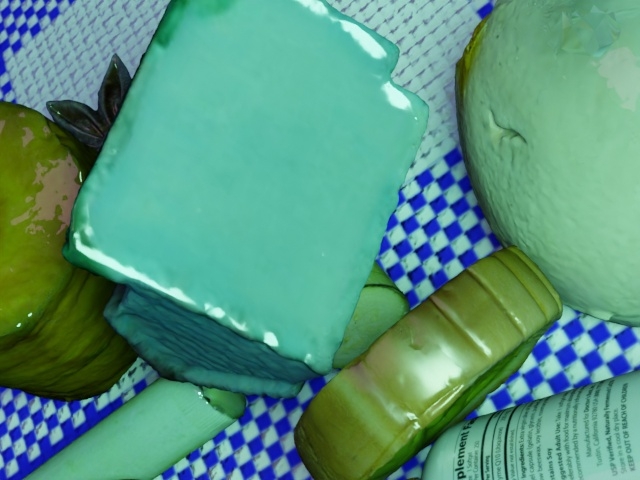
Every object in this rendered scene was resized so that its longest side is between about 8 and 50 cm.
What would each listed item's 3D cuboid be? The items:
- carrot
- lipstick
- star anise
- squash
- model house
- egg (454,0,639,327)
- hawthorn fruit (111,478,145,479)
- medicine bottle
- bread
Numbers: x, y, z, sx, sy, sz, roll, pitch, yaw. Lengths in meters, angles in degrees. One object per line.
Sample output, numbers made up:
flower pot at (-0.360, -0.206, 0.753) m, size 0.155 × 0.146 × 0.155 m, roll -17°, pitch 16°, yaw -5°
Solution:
carrot at (-0.268, 0.018, 1.157) m, size 0.241 × 0.340 × 0.241 m, roll -2°, pitch 78°, yaw 8°
lipstick at (-0.200, 0.209, 1.171) m, size 0.304 × 0.076 × 0.076 m, roll -37°, pitch 53°, yaw 16°
star anise at (-0.216, -0.084, 1.305) m, size 0.262 × 0.081 × 0.230 m, roll -16°, pitch 69°, yaw 15°
squash at (0.000, 0.000, 1.126) m, size 0.094 × 0.094 × 0.224 m, roll -38°, pitch 47°, yaw 15°
model house at (-0.079, -0.038, 1.033) m, size 0.280 × 0.230 × 0.249 m, roll -67°, pitch 16°, yaw -18°
egg at (0.235, -0.105, 0.930) m, size 0.337 × 0.201 × 0.337 m, roll -14°, pitch 65°, yaw 32°
hawthorn fruit at (-0.171, 0.258, 1.070) m, size 0.149 × 0.189 × 0.149 m, roll -4°, pitch 49°, yaw 5°
medicine bottle at (0.175, 0.181, 0.868) m, size 0.289 × 0.157 × 0.157 m, roll -22°, pitch 59°, yaw 26°
bread at (0.079, 0.099, 0.925) m, size 0.236 × 0.236 × 0.070 m, roll -44°, pitch 77°, yaw 11°
